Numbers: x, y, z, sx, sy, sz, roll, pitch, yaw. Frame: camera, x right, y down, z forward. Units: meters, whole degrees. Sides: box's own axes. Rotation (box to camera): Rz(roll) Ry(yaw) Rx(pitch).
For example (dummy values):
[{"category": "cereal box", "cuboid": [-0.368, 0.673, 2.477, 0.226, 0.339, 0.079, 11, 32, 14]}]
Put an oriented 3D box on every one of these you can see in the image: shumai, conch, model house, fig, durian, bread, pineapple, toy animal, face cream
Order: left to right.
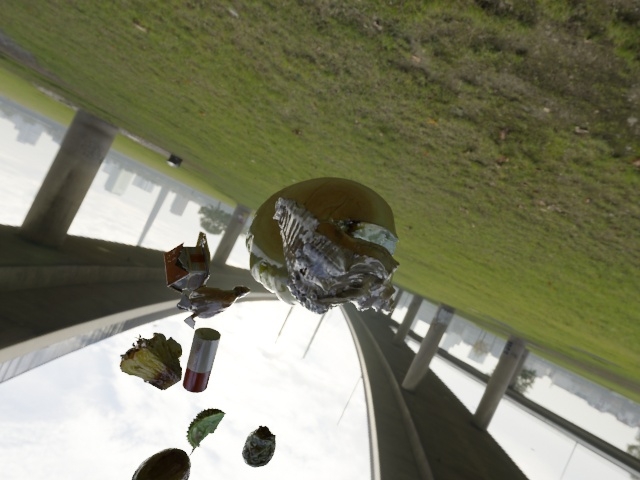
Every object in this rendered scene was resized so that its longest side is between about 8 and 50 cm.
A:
[{"category": "fig", "cuboid": [-0.535, 0.760, 1.268, 0.145, 0.170, 0.274, 45, -164, 20]}, {"category": "pineapple", "cuboid": [-0.514, 0.380, 1.295, 0.186, 0.114, 0.236, 58, -168, 21]}, {"category": "model house", "cuboid": [-0.502, 0.076, 1.500, 0.135, 0.207, 0.220, 1, -132, -32]}, {"category": "durian", "cuboid": [-0.455, 0.716, 1.547, 0.100, 0.215, 0.086, 41, 177, 4]}, {"category": "face cream", "cuboid": [-0.427, 0.428, 1.460, 0.095, 0.215, 0.096, 16, -168, -3]}, {"category": "toy animal", "cuboid": [-0.288, 0.155, 1.059, 0.188, 0.089, 0.179, -7, -171, 39]}, {"category": "shumai", "cuboid": [-0.179, 0.609, 1.224, 0.098, 0.087, 0.124, 17, -140, 1]}, {"category": "bread", "cuboid": [0.000, 0.000, 0.863, 0.332, 0.333, 0.160, 25, 139, 25]}, {"category": "conch", "cuboid": [0.013, 0.021, 0.605, 0.245, 0.163, 0.178, 45, 154, 12]}]
